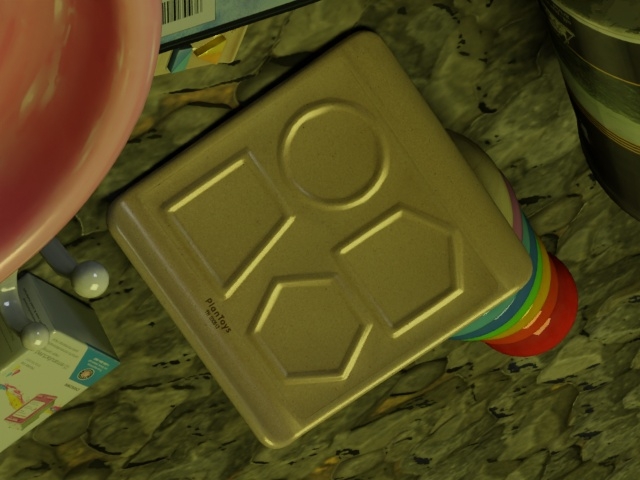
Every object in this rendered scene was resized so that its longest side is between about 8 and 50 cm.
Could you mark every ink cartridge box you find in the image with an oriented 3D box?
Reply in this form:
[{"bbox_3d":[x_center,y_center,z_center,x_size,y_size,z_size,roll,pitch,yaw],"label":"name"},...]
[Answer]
[{"bbox_3d":[-0.207,0.086,1.176,0.122,0.052,0.088,-35,152,9],"label":"ink cartridge box"}]

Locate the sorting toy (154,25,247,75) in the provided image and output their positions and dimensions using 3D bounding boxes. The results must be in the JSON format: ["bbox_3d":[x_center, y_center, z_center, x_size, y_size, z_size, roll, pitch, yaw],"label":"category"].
[{"bbox_3d":[-0.065,-0.125,1.022,0.062,0.012,0.083,-11,146,-32],"label":"sorting toy"}]

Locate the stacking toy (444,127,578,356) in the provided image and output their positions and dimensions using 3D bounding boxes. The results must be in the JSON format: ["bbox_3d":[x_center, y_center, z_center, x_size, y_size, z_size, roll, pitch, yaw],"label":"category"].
[{"bbox_3d":[0.119,0.022,1.325,0.141,0.141,0.330,-38,156,12],"label":"stacking toy"}]

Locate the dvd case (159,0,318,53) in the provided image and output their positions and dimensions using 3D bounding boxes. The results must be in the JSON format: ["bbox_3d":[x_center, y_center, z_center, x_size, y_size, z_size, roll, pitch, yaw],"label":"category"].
[{"bbox_3d":[-0.023,-0.214,0.847,0.180,0.022,0.253,-22,137,-25],"label":"dvd case"}]

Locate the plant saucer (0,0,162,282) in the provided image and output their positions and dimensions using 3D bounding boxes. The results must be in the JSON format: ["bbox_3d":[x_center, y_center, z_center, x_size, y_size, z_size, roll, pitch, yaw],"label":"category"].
[{"bbox_3d":[-0.230,-0.070,0.727,0.332,0.084,0.332,-22,145,-16],"label":"plant saucer"}]

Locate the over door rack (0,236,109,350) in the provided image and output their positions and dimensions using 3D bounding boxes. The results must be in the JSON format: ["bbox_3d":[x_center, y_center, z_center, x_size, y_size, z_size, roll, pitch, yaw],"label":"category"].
[{"bbox_3d":[-0.228,-0.014,0.940,0.239,0.108,0.324,-15,147,-30],"label":"over door rack"}]

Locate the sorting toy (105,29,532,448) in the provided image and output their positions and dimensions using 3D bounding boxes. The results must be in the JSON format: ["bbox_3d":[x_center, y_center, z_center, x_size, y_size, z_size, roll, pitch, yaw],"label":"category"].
[{"bbox_3d":[0.000,0.000,1.135,0.208,0.193,0.038,-35,-172,2],"label":"sorting toy"}]

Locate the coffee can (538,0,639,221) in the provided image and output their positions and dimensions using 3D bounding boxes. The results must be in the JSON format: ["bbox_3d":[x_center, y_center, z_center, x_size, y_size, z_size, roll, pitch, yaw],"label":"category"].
[{"bbox_3d":[0.237,-0.143,1.090,0.201,0.201,0.275,-32,151,1],"label":"coffee can"}]
